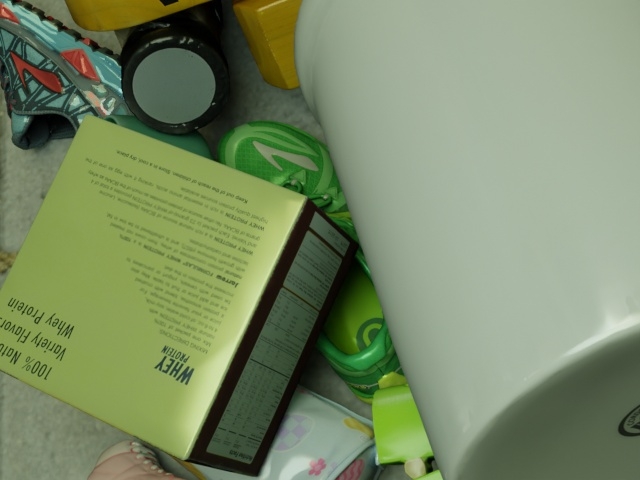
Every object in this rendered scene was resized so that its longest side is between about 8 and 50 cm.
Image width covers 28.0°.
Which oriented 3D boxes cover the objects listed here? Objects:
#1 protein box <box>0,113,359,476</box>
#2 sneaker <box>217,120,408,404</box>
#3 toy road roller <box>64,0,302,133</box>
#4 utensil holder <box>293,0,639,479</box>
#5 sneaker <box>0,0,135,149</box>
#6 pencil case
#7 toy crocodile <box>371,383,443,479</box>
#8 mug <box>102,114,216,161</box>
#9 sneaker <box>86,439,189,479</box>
[{"bbox_3d":[-0.113,0.044,0.970,0.200,0.136,0.201,21,82,23],"label":"protein box"},{"bbox_3d":[0.000,0.000,1.089,0.109,0.123,0.295,-35,64,3],"label":"sneaker"},{"bbox_3d":[-0.067,-0.264,1.106,0.330,0.240,0.202,-18,33,4],"label":"toy road roller"},{"bbox_3d":[0.178,-0.034,0.893,0.328,0.327,0.385,-22,53,9],"label":"utensil holder"},{"bbox_3d":[-0.280,-0.155,1.246,0.262,0.104,0.125,30,84,25],"label":"sneaker"},{"bbox_3d":[-0.076,0.140,1.069,0.273,0.113,0.124,35,66,25],"label":"pencil case"},{"bbox_3d":[0.112,0.260,0.936,0.115,0.105,0.340,-24,72,4],"label":"toy crocodile"},{"bbox_3d":[-0.153,-0.038,1.159,0.097,0.157,0.129,2,59,-25],"label":"mug"},{"bbox_3d":[-0.145,0.200,1.086,0.134,0.051,0.070,-11,44,32],"label":"sneaker"}]
